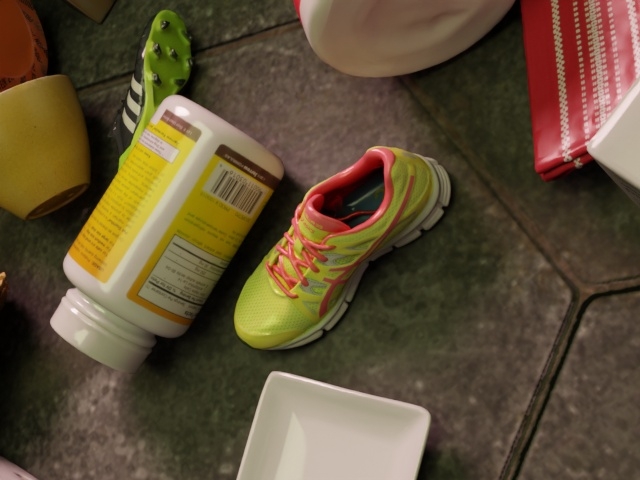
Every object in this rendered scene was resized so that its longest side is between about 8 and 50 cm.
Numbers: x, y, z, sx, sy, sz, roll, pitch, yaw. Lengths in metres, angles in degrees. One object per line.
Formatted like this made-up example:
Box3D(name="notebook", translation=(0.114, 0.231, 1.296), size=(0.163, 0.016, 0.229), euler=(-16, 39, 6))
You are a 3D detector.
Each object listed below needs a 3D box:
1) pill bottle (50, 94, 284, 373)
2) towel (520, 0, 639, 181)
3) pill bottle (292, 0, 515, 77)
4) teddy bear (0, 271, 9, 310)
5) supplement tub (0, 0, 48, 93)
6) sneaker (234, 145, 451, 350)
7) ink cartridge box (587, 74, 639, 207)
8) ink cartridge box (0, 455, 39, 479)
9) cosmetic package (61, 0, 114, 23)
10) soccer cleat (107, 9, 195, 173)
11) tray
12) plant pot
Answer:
Box3D(name="pill bottle", translation=(-0.130, -0.003, 0.892), size=(0.117, 0.117, 0.215), euler=(33, 91, 32))
Box3D(name="towel", translation=(0.252, -0.167, 0.732), size=(0.275, 0.031, 0.199), euler=(-25, 51, 38))
Box3D(name="pill bottle", translation=(0.028, -0.304, 0.869), size=(0.176, 0.176, 0.318), euler=(-28, 63, 18))
Box3D(name="teddy bear", translation=(-0.393, 0.161, 0.943), size=(0.113, 0.245, 0.338), euler=(25, 92, -9))
Box3D(name="supplement tub", translation=(-0.437, -0.155, 1.063), size=(0.316, 0.193, 0.193), euler=(-20, 66, 21))
Box3D(name="sneaker", translation=(0.000, 0.000, 0.835), size=(0.208, 0.094, 0.081), euler=(-46, 60, 10))
Box3D(name="ink cartridge box", translation=(0.285, -0.003, 0.579), size=(0.197, 0.273, 0.114), euler=(41, 99, 32))
Box3D(name="ink cartridge box", translation=(-0.297, 0.301, 0.900), size=(0.158, 0.092, 0.218), euler=(22, 83, 32))
Box3D(name="cosmetic package", translation=(-0.253, -0.259, 1.042), size=(0.060, 0.115, 0.041), euler=(33, 90, 31))
Box3D(name="soccer cleat", translation=(-0.158, -0.124, 0.984), size=(0.072, 0.060, 0.179), euler=(-7, 71, 40))
Box3D(name="tray", translation=(-0.009, 0.242, 0.800), size=(0.145, 0.030, 0.270), euler=(10, 79, 31))
Box3D(name="plant pot", translation=(-0.264, -0.076, 0.994), size=(0.134, 0.134, 0.095), euler=(-32, 87, 16))
